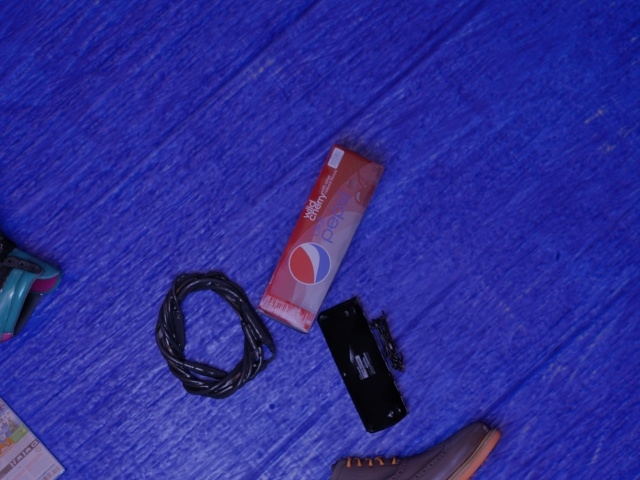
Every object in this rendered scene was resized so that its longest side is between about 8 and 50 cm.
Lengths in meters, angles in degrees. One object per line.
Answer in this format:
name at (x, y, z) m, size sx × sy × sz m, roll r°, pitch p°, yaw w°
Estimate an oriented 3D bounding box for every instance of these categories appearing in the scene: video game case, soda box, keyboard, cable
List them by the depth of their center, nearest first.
soda box at (0.000, 0.000, 1.816) m, size 0.083 × 0.092 × 0.263 m, roll 26°, pitch 85°, yaw 1°
video game case at (-0.463, 0.308, 1.820) m, size 0.119 × 0.015 × 0.166 m, roll -43°, pitch 87°, yaw -4°
cable at (-0.162, 0.133, 1.830) m, size 0.150 × 0.047 × 0.184 m, roll -35°, pitch 89°, yaw 1°
keyboard at (0.076, 0.175, 1.839) m, size 0.100 × 0.038 × 0.192 m, roll -25°, pitch 86°, yaw 20°

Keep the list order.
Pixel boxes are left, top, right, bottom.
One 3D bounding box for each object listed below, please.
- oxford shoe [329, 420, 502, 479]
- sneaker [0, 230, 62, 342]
oxford shoe at (0.086, 0.344, 1.772) m, size 0.363 × 0.130 × 0.133 m, roll -34°, pitch 80°, yaw -4°
sneaker at (-0.451, 0.015, 1.795) m, size 0.178 × 0.124 × 0.296 m, roll 7°, pitch 78°, yaw -6°
